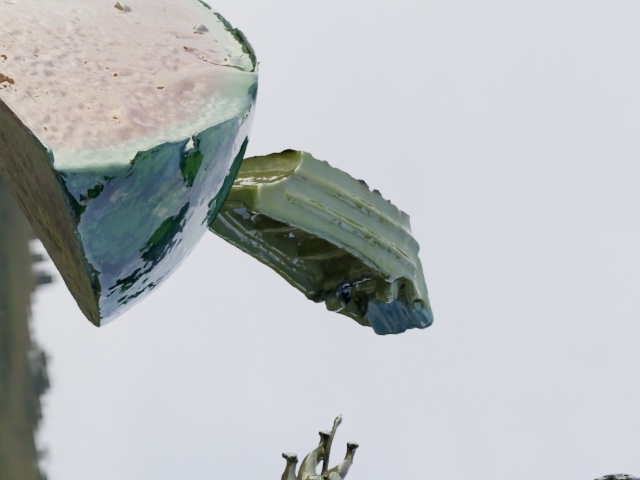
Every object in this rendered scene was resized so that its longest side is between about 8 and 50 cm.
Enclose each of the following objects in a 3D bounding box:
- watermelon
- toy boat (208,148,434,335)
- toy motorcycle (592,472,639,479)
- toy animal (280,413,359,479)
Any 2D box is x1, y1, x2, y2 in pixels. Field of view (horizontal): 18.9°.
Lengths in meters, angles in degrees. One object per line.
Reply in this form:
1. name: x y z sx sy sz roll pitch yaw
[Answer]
1. watermelon: -0.135 -0.089 1.418 0.292 0.222 0.319 46 -16 36
2. toy boat: 0.002 -0.005 1.656 0.111 0.276 0.084 -6 -117 37
3. toy motorcycle: 0.195 0.347 1.777 0.327 0.143 0.188 -26 -98 22
4. toy animal: -0.006 0.240 1.926 0.220 0.069 0.086 -64 164 -51
